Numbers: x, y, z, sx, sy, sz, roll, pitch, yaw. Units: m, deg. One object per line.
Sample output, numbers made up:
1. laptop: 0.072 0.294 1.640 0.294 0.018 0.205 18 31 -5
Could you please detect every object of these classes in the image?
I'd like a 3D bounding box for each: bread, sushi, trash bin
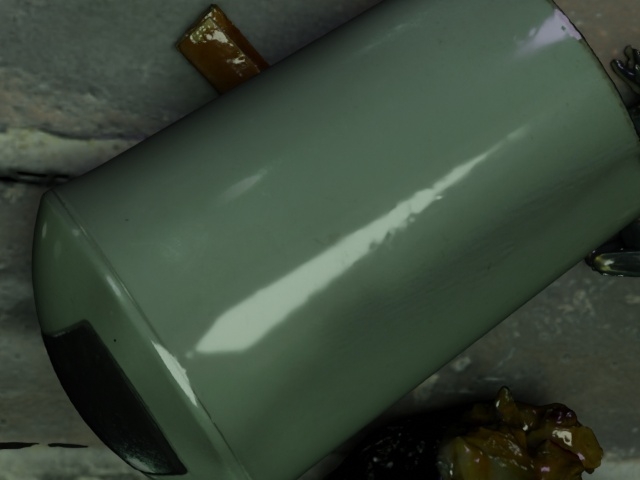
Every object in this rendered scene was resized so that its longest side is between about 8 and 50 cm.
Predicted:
1. bread: -0.072 -0.139 1.365 0.047 0.036 0.083 -42 105 1
2. sushi: 0.125 0.233 1.401 0.204 0.213 0.200 -21 109 23
3. trash bin: 0.000 0.000 1.290 0.432 0.280 0.280 -34 107 -8

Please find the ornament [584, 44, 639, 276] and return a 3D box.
1. ornament: 0.327 -0.083 1.446 0.202 0.080 0.236 1 101 -9
